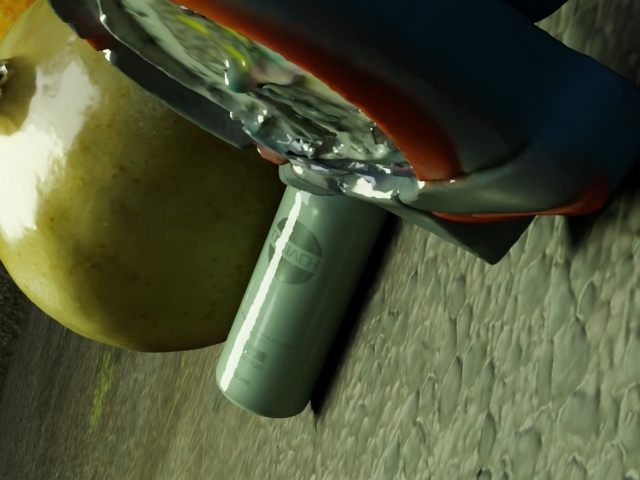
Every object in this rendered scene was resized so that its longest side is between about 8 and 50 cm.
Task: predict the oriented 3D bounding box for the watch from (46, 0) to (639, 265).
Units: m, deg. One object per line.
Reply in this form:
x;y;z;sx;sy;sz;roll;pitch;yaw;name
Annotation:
0.028;-0.160;0.604;0.274;0.241;0.305;-59;20;-5;watch

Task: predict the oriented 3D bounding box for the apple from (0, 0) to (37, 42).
-0.212;-0.173;1.397;0.299;0.299;0.275;120;157;-47;apple

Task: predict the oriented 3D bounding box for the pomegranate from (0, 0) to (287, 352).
-0.094;-0.050;0.949;0.233;0.233;0.233;-165;90;-77;pomegranate

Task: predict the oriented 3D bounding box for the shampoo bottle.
0.000;0.000;0.840;0.056;0.056;0.195;-99;27;-61;shampoo bottle
